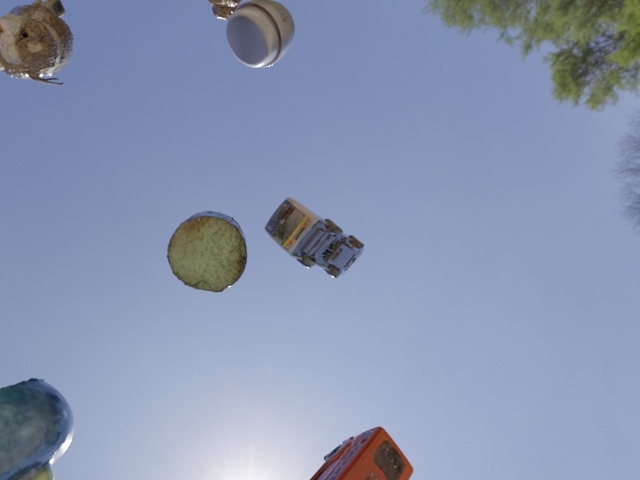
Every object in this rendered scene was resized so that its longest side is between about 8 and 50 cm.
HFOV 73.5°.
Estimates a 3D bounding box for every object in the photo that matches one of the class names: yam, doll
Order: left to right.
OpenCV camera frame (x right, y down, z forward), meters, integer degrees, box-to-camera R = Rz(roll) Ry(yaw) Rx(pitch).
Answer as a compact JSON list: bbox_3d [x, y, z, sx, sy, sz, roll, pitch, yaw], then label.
[{"bbox_3d":[-0.473,-0.333,0.706,0.105,0.114,0.221,-27,-134,4],"label":"doll"},{"bbox_3d":[-0.251,0.015,0.982,0.168,0.304,0.167,-2,-83,-12],"label":"yam"}]

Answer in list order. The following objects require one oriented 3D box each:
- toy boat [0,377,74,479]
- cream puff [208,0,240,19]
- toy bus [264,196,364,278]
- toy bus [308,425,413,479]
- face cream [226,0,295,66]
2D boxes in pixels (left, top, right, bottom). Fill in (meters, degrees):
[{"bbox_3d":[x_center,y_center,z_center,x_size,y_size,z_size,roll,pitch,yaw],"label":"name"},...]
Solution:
[{"bbox_3d":[-0.421,0.294,0.470,0.330,0.215,0.123,-36,-104,-7],"label":"toy boat"},{"bbox_3d":[-0.270,-0.702,1.238,0.094,0.116,0.122,38,-78,-26],"label":"cream puff"},{"bbox_3d":[0.000,0.000,0.795,0.106,0.268,0.092,40,-84,26],"label":"toy bus"},{"bbox_3d":[0.037,0.490,0.778,0.142,0.153,0.329,53,-146,14],"label":"toy bus"},{"bbox_3d":[-0.113,-0.398,0.823,0.117,0.117,0.104,44,-130,-5],"label":"face cream"}]
